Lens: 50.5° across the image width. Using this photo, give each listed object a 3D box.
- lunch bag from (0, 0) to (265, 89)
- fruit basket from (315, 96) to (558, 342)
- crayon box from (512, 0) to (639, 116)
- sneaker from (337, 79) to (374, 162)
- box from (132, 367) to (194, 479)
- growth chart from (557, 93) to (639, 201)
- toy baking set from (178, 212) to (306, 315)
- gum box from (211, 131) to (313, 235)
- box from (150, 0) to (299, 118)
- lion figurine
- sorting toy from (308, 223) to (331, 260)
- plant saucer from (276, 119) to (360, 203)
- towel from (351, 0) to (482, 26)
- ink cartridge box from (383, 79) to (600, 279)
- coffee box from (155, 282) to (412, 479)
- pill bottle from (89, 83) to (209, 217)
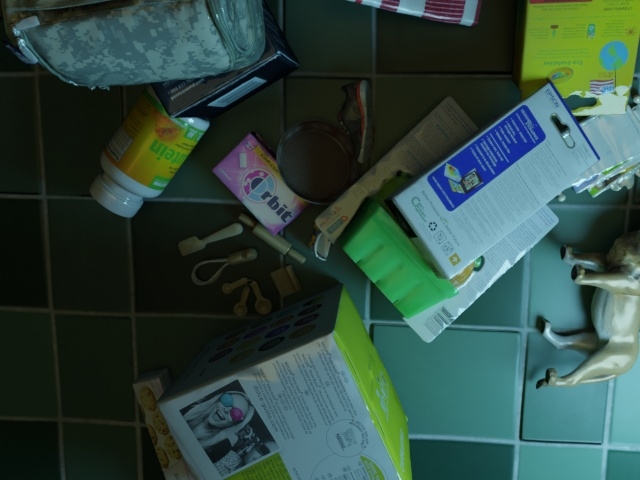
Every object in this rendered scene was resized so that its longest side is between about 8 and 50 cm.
[{"bbox_3d":[-0.243,-0.320,0.914,0.305,0.256,0.213,-5,100,6],"label":"lunch bag"},{"bbox_3d":[0.221,-0.037,1.301,0.353,0.165,0.327,-44,95,-4],"label":"fruit basket"},{"bbox_3d":[0.453,-0.383,1.203,0.202,0.081,0.319,0,116,4],"label":"crayon box"},{"bbox_3d":[0.066,-0.228,1.312,0.064,0.061,0.158,0,94,21],"label":"sneaker"},{"bbox_3d":[-0.316,0.436,1.462,0.067,0.063,0.324,-14,99,9],"label":"box"},{"bbox_3d":[0.536,-0.169,1.292,0.237,0.021,0.172,-22,99,9],"label":"growth chart"},{"bbox_3d":[-0.160,0.047,1.390,0.256,0.030,0.197,40,102,-3],"label":"toy baking set"},{"bbox_3d":[-0.107,-0.109,1.339,0.107,0.062,0.188,-42,95,11],"label":"gum box"},{"bbox_3d":[-0.232,-0.432,1.172,0.212,0.293,0.395,-29,98,9],"label":"box"},{"bbox_3d":[0.571,0.138,1.307,0.240,0.142,0.392,8,116,-4],"label":"lion figurine"},{"bbox_3d":[0.000,0.000,1.344,0.044,0.075,0.083,15,101,2],"label":"sorting toy"},{"bbox_3d":[-0.007,-0.149,1.308,0.168,0.029,0.169,4,77,-18],"label":"plant saucer"},{"bbox_3d":[0.156,-0.522,1.188,0.329,0.037,0.237,5,103,-20],"label":"towel"},{"bbox_3d":[0.308,-0.108,1.206,0.371,0.069,0.176,-36,97,-9],"label":"ink cartridge box"},{"bbox_3d":[-0.042,0.325,1.276,0.334,0.337,0.338,-24,97,9],"label":"coffee box"},{"bbox_3d":[-0.337,-0.169,1.311,0.136,0.136,0.246,38,102,-3],"label":"pill bottle"}]
